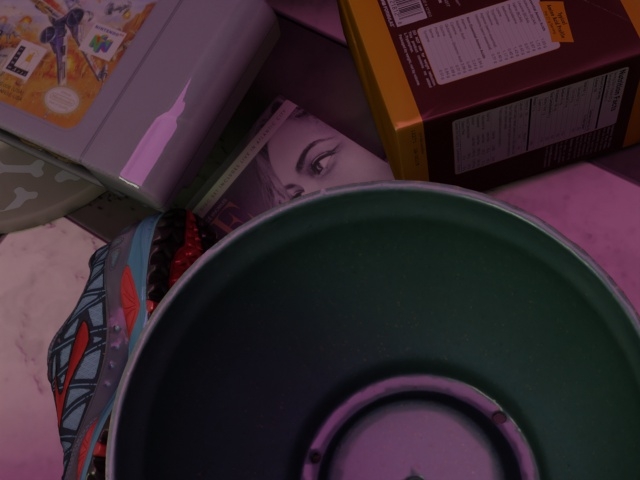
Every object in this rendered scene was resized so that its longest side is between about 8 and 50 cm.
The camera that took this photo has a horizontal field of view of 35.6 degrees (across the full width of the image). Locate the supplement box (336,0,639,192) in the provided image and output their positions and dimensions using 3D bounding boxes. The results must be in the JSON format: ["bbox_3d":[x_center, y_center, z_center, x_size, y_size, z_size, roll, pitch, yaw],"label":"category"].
[{"bbox_3d":[0.125,-0.154,0.746,0.194,0.129,0.191,-17,64,1],"label":"supplement box"}]

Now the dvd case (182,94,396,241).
[{"bbox_3d":[0.000,0.000,0.780,0.221,0.018,0.164,35,79,22],"label":"dvd case"}]

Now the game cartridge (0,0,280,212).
[{"bbox_3d":[-0.191,-0.160,0.758,0.297,0.062,0.198,23,79,19],"label":"game cartridge"}]

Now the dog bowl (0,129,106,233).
[{"bbox_3d":[-0.286,-0.184,0.870,0.349,0.102,0.348,-4,68,11],"label":"dog bowl"}]

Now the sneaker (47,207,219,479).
[{"bbox_3d":[-0.145,0.108,0.736,0.125,0.104,0.261,-11,58,38],"label":"sneaker"}]

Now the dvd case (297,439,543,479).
[{"bbox_3d":[0.050,0.233,0.674,0.253,0.022,0.180,-6,68,9],"label":"dvd case"}]

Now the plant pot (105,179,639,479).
[{"bbox_3d":[0.047,0.138,0.592,0.293,0.196,0.293,-4,67,10],"label":"plant pot"}]
